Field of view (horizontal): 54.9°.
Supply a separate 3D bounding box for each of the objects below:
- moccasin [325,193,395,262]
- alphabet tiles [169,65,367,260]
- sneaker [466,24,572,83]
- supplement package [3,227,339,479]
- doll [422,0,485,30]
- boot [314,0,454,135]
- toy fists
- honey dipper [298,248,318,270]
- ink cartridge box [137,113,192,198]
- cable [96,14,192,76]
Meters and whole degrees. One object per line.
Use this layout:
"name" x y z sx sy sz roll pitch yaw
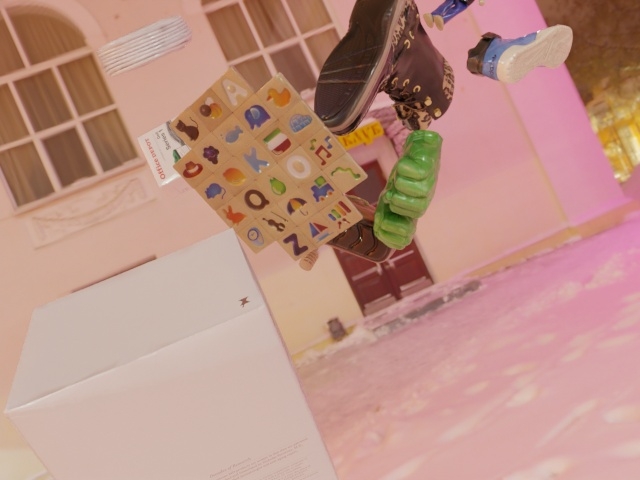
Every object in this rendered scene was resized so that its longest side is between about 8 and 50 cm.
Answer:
"moccasin" 0.011 -0.076 1.436 0.381 0.139 0.147 18 25 12
"alphabet tiles" -0.096 -0.124 1.092 0.285 0.342 0.011 -34 16 31
"sneaker" 0.252 -0.245 0.792 0.152 0.058 0.085 -31 41 -29
"supplement package" -0.117 0.134 0.530 0.194 0.203 0.149 -22 28 -7
"doll" 0.336 -0.571 1.450 0.189 0.046 0.129 -43 42 -6
"boot" 0.145 -0.317 1.250 0.138 0.377 0.284 1 -28 38
"toy fists" 0.165 -0.087 1.212 0.096 0.142 0.279 13 -31 -2
"honey dipper" 0.000 0.000 1.306 0.031 0.030 0.160 -26 25 45
"ink cartridge box" -0.326 -0.231 1.554 0.220 0.160 0.092 -29 -17 1
"cable" -0.463 -0.520 1.635 0.257 0.089 0.257 -34 26 -24
